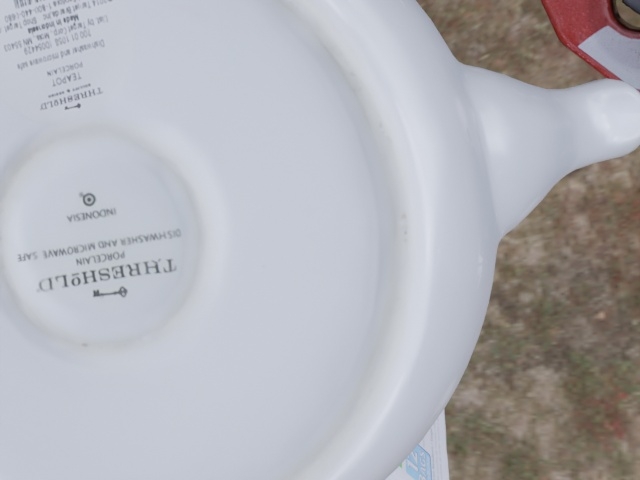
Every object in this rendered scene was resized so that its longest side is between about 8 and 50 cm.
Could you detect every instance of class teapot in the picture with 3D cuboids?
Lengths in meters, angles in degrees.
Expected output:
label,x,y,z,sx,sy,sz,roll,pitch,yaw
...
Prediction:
label,x,y,z,sx,sy,sz,roll,pitch,yaw
teapot,-0.051,-0.008,0.538,0.256,0.187,0.252,33,103,8

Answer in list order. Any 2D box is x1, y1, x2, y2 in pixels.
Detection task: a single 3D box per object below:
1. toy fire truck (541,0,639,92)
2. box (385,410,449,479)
label,x,y,z,sx,sy,sz,roll,pitch,yaw
toy fire truck,0.267,-0.272,1.053,0.254,0.169,0.302,40,110,7
box,-0.012,0.046,0.706,0.114,0.103,0.203,43,33,-38
